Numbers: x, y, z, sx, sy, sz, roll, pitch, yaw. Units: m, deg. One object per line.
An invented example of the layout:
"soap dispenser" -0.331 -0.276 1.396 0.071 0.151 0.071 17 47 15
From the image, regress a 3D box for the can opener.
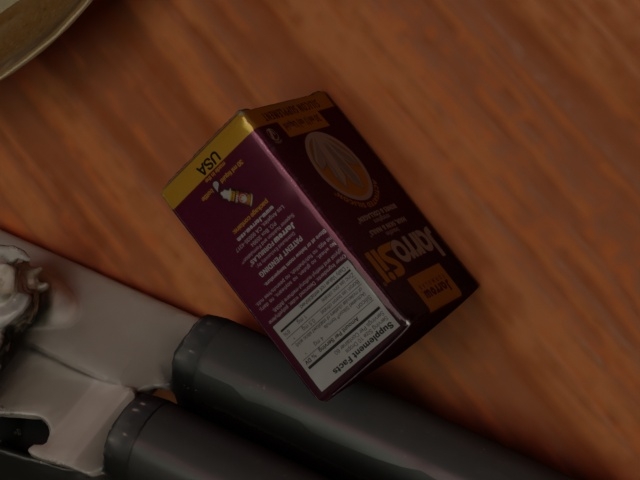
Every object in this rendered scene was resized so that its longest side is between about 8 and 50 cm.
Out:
"can opener" -0.033 0.070 0.555 0.280 0.074 0.093 20 144 25

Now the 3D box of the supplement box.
"supplement box" 0.000 0.000 0.520 0.043 0.055 0.083 -43 81 28

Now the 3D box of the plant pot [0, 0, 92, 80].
"plant pot" -0.155 -0.158 0.557 0.236 0.032 0.236 2 98 14
